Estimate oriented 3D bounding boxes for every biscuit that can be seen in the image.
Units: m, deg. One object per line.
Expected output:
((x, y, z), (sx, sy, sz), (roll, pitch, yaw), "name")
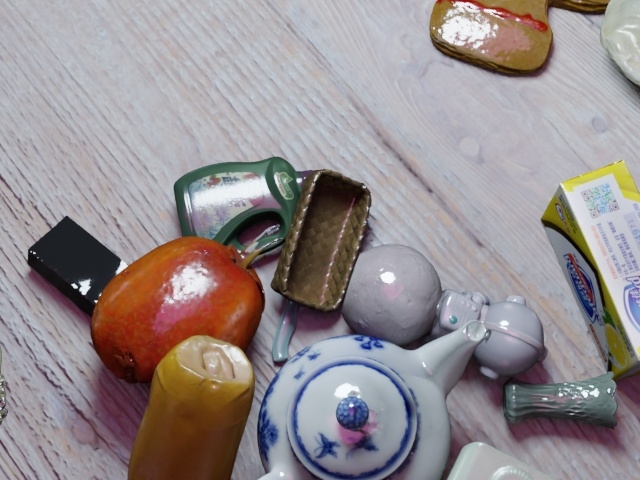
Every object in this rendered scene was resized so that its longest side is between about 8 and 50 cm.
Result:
((0.320, -0.371, 1.830), (0.262, 0.052, 0.277), (26, 76, 9), "biscuit")

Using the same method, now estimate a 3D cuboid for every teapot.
((0.041, 0.241, 1.541), (0.424, 0.280, 0.252), (-36, 75, -8), "teapot")

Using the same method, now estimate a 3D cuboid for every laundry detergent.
((-0.093, -0.049, 1.738), (0.221, 0.078, 0.144), (-11, 79, -4), "laundry detergent")

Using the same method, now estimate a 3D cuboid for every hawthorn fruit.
((-0.165, 0.081, 1.629), (0.211, 0.211, 0.299), (41, 86, 12), "hawthorn fruit")

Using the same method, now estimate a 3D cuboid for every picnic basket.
((0.000, 0.000, 1.702), (0.110, 0.055, 0.193), (21, 84, -28), "picnic basket")

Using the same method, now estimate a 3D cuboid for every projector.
((0.211, 0.366, 1.520), (0.163, 0.242, 0.177), (25, 77, 11), "projector")

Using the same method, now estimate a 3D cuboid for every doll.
((0.175, 0.103, 1.652), (0.287, 0.151, 0.151), (20, 75, 4), "doll")

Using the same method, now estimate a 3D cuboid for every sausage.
((-0.175, 0.278, 1.552), (0.134, 0.354, 0.116), (10, 36, -14), "sausage")

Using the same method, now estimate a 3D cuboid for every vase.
((0.324, 0.217, 1.647), (0.148, 0.081, 0.081), (0, 74, 6), "vase")

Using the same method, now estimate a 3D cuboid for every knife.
((-0.033, 0.074, 1.730), (0.028, 0.015, 0.210), (12, 74, 12), "knife")

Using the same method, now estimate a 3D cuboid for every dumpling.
((0.477, -0.295, 1.774), (0.136, 0.118, 0.199), (-3, 60, -2), "dumpling")

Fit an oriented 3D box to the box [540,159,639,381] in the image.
((0.406, 0.046, 1.648), (0.097, 0.168, 0.265), (-19, 76, -6), "box")

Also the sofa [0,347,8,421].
((-0.535, 0.202, 1.613), (0.182, 0.200, 0.258), (7, 73, 6), "sofa")

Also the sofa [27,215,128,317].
((-0.338, 0.044, 1.732), (0.147, 0.060, 0.085), (37, 61, 11), "sofa")
